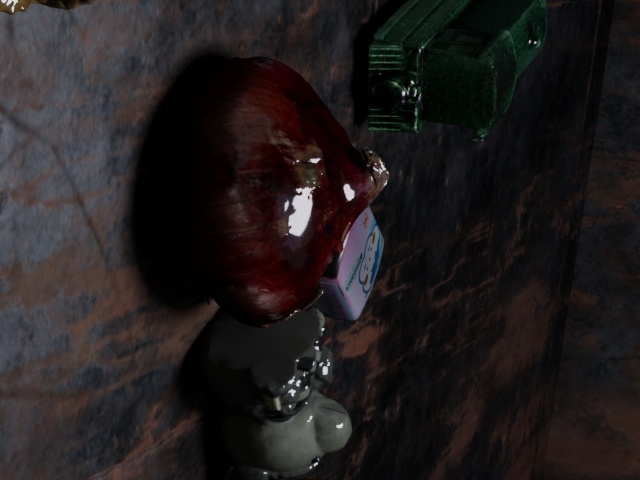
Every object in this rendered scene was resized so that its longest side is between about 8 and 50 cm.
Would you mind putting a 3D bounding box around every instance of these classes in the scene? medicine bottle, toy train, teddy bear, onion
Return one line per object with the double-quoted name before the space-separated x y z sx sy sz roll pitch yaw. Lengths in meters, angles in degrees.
"medicine bottle" 0.000 0.000 1.836 0.188 0.094 0.119 63 43 -60
"toy train" 0.174 -0.234 2.072 0.330 0.178 0.138 -49 144 -52
"teddy bear" -0.038 0.160 1.761 0.251 0.144 0.171 81 14 -50
"onion" -0.028 -0.043 1.599 0.272 0.195 0.272 2 90 -75

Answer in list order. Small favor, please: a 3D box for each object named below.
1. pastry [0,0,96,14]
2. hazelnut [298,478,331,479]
"pastry" -0.205 -0.272 1.020 0.256 0.170 0.237 -12 139 -55
"hazelnut" 0.021 0.443 1.859 0.372 0.315 0.372 37 43 -44
